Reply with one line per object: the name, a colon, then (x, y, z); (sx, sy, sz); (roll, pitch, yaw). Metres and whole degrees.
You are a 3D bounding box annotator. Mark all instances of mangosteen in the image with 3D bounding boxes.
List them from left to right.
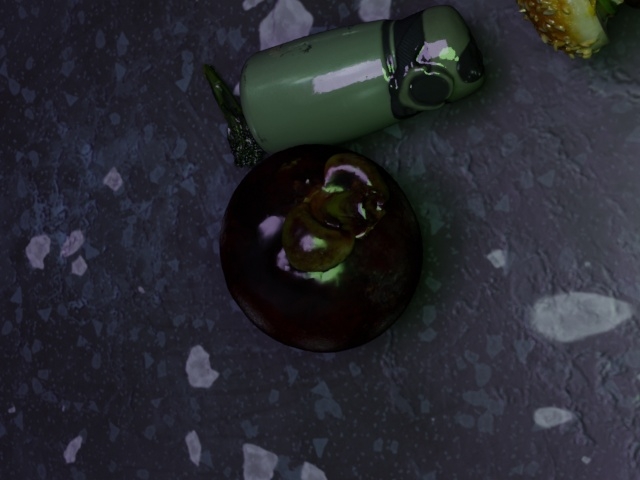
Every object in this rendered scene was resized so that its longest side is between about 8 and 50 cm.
mangosteen: (-0.005, 0.010, 1.419); (0.297, 0.293, 0.297); (0, 90, 18)

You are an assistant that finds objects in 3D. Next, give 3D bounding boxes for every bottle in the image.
bottle: (0.064, -0.231, 1.459); (0.347, 0.168, 0.168); (-13, 83, 26)

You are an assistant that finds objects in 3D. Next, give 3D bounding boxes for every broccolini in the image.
broccolini: (-0.137, -0.206, 1.644); (0.074, 0.058, 0.201); (-30, 59, 10)

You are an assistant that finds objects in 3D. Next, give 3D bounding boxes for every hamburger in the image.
hamburger: (0.330, -0.375, 1.259); (0.225, 0.291, 0.290); (-24, 78, 21)
